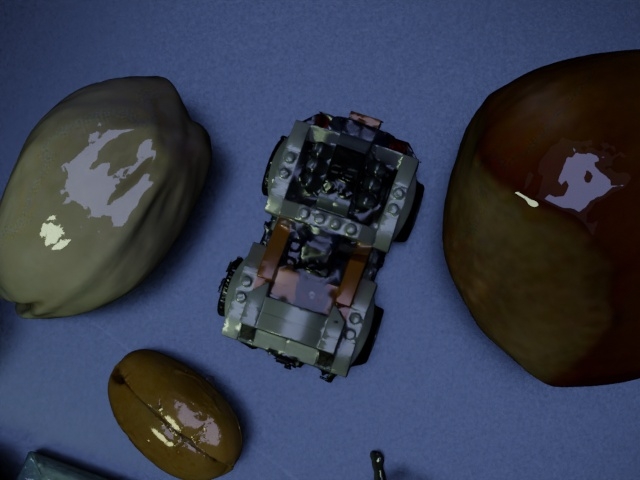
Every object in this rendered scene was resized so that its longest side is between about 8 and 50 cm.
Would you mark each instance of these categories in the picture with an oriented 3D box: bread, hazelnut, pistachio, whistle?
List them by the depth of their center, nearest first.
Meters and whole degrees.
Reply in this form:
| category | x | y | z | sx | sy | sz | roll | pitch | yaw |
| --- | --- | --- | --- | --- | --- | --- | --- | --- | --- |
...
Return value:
| category | x | y | z | sx | sy | sz | roll | pitch | yaw |
| --- | --- | --- | --- | --- | --- | --- | --- | --- | --- |
| hazelnut | 0.301 | -0.033 | 1.483 | 0.366 | 0.366 | 0.365 | 0 | 87 | 3 |
| pistachio | -0.261 | -0.042 | 1.579 | 0.332 | 0.208 | 0.226 | -54 | 41 | 13 |
| bread | -0.172 | 0.200 | 1.603 | 0.189 | 0.077 | 0.114 | 38 | 109 | 15 |
| whistle | -0.205 | 0.321 | 1.620 | 0.312 | 0.062 | 0.062 | 19 | 88 | 4 |

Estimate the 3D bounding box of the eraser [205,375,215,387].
| category | x | y | z | sx | sy | sz | roll | pitch | yaw |
| --- | --- | --- | --- | --- | --- | --- | --- | --- | --- |
| eraser | -0.126 | 0.208 | 1.638 | 0.019 | 0.027 | 0.099 | -12 | 86 | 10 |

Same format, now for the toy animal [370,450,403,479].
| category | x | y | z | sx | sy | sz | roll | pitch | yaw |
| --- | --- | --- | --- | --- | --- | --- | --- | --- | --- |
| toy animal | 0.091 | 0.340 | 1.604 | 0.233 | 0.084 | 0.148 | 25 | 100 | 3 |

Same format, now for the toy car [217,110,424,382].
| category | x | y | z | sx | sy | sz | roll | pitch | yaw |
| --- | --- | --- | --- | --- | --- | --- | --- | --- | --- |
| toy car | 0.000 | -0.001 | 1.601 | 0.193 | 0.118 | 0.301 | 20 | 87 | 6 |
